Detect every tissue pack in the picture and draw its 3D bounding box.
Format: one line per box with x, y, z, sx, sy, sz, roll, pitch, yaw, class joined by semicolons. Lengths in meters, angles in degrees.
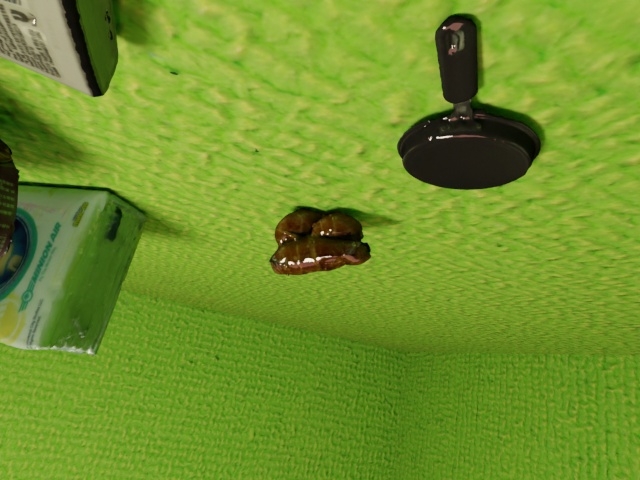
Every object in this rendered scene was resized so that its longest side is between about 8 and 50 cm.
-0.561;0.042;0.806;0.388;0.287;0.162;5;158;16;tissue pack

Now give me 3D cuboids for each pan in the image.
0.127;-0.100;0.393;0.136;0.028;0.235;2;161;23;pan

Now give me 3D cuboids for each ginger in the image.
0.000;0.000;0.675;0.162;0.103;0.073;-6;162;18;ginger

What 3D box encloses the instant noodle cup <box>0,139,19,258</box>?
-0.538;-0.064;0.472;0.340;0.339;0.266;4;173;19;instant noodle cup

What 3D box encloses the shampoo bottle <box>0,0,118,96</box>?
-0.283;-0.195;0.266;0.284;0.071;0.153;18;158;-14;shampoo bottle
